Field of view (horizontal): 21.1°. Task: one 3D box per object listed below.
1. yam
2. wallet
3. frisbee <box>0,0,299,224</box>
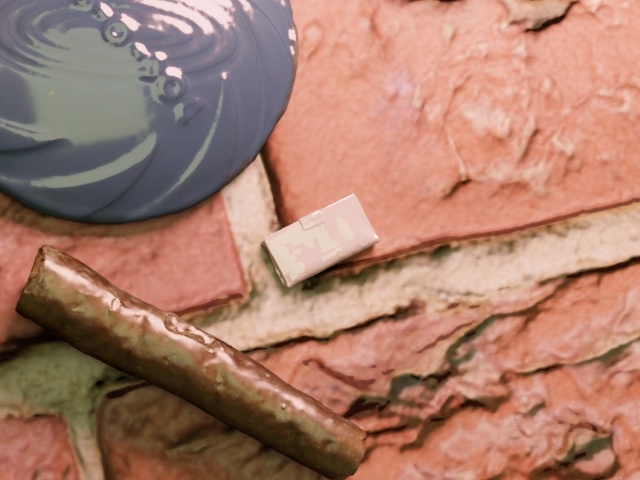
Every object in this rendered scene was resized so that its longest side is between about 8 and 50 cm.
[{"bbox_3d":[-0.091,0.090,1.231,0.274,0.061,0.061,29,75,-7],"label":"yam"},{"bbox_3d":[0.000,0.000,1.294,0.083,0.011,0.044,-26,86,-16],"label":"wallet"},{"bbox_3d":[-0.155,-0.155,1.268,0.289,0.049,0.290,2,79,-13],"label":"frisbee"}]
